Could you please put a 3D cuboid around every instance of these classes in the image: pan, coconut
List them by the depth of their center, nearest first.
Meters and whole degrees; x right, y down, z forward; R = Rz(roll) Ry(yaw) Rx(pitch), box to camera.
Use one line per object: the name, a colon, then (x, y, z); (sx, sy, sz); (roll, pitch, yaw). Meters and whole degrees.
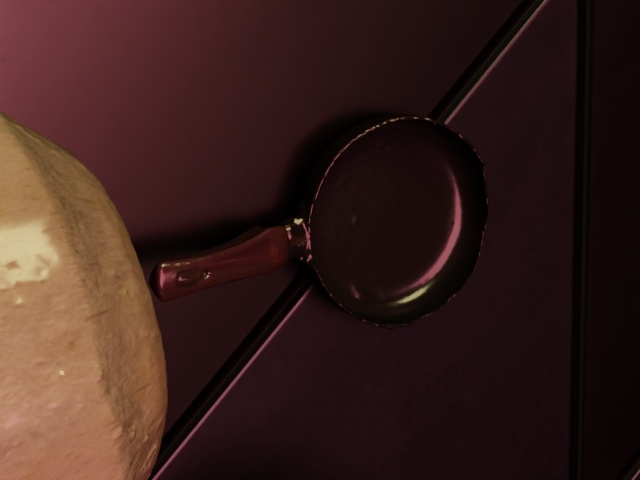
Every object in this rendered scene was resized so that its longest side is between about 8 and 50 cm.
coconut: (-0.208, 0.066, 0.823); (0.266, 0.237, 0.237); (-15, 106, -32)
pan: (-0.002, 0.000, 1.024); (0.212, 0.040, 0.115); (-14, 107, -32)
